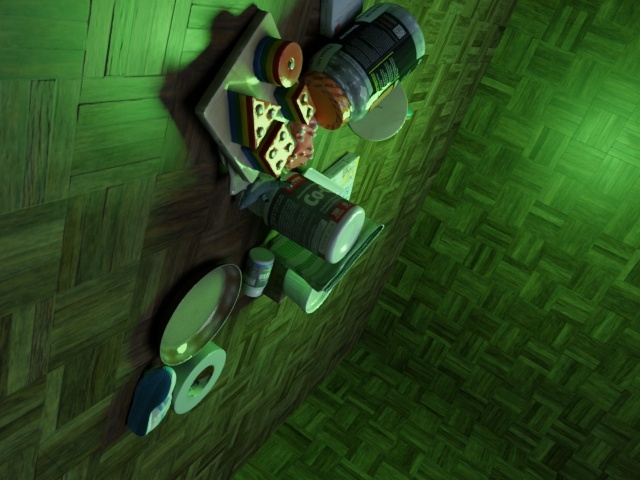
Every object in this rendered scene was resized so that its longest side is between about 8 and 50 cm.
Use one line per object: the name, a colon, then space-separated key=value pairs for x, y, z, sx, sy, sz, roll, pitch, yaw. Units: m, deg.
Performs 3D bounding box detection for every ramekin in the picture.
ramekin: x=-0.030 y=0.119 z=1.738 sx=0.207 sy=0.109 sz=0.207 roll=-51 pitch=160 yaw=-26

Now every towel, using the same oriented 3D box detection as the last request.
towel: x=0.000 y=0.000 z=1.534 sx=0.248 sy=0.325 sz=0.038 roll=-49 pitch=125 yaw=-8

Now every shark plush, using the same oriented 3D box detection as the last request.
shark plush: x=-0.137 y=-0.121 z=1.313 sx=0.073 sy=0.161 sz=0.067 roll=-29 pitch=107 yaw=-75

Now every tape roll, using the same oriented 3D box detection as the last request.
tape roll: x=-0.376 y=0.395 z=1.590 sx=0.219 sy=0.072 sz=0.219 roll=-51 pitch=161 yaw=-25

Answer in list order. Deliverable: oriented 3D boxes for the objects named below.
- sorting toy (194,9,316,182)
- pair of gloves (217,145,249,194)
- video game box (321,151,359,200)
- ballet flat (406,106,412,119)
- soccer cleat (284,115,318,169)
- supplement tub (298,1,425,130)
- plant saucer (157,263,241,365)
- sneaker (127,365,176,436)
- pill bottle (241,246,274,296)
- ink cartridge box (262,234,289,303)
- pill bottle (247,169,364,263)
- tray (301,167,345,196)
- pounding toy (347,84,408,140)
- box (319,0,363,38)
sorting toy: x=-0.107 y=-0.278 z=1.114 sx=0.257 sy=0.089 sz=0.255 roll=-62 pitch=156 yaw=-16
pair of gloves: x=-0.154 y=-0.240 z=1.229 sx=0.240 sy=0.042 sz=0.204 roll=-53 pitch=157 yaw=-37
video game box: x=0.052 y=-0.181 z=1.876 sx=0.187 sy=0.048 sz=0.205 roll=-40 pitch=154 yaw=-40
ballet flat: x=0.203 y=-0.429 z=1.820 sx=0.124 sy=0.116 sz=0.342 roll=-45 pitch=169 yaw=23
soccer cleat: x=-0.061 y=-0.266 z=1.389 sx=0.083 sy=0.095 sz=0.248 roll=-20 pitch=166 yaw=-16
supplement tub: x=0.096 y=-0.426 z=1.339 sx=0.316 sy=0.194 sz=0.193 roll=-46 pitch=158 yaw=-22
plant saucer: x=-0.325 y=0.186 z=1.434 sx=0.310 sy=0.050 sz=0.310 roll=-51 pitch=160 yaw=-27
sneaker: x=-0.439 y=0.414 z=1.445 sx=0.228 sy=0.087 sz=0.092 roll=-60 pitch=171 yaw=24
pill bottle: x=-0.189 y=0.096 z=1.609 sx=0.078 sy=0.078 sz=0.137 roll=-35 pitch=150 yaw=-53
ink cartridge box: x=-0.096 y=0.065 z=1.799 sx=0.193 sy=0.088 sz=0.234 roll=-41 pitch=154 yaw=-48
pill bottle: x=-0.045 y=-0.076 z=1.388 sx=0.161 sy=0.283 sz=0.161 roll=-50 pitch=160 yaw=-26
tray: x=-0.023 y=-0.140 z=1.690 sx=0.145 sy=0.030 sz=0.270 roll=-54 pitch=154 yaw=8
pounding toy: x=0.125 y=-0.392 z=1.538 sx=0.183 sy=0.237 sz=0.110 roll=-55 pitch=-165 yaw=6
box: x=0.056 y=-0.586 z=1.253 sx=0.145 sy=0.038 sz=0.186 roll=-49 pitch=159 yaw=-29
